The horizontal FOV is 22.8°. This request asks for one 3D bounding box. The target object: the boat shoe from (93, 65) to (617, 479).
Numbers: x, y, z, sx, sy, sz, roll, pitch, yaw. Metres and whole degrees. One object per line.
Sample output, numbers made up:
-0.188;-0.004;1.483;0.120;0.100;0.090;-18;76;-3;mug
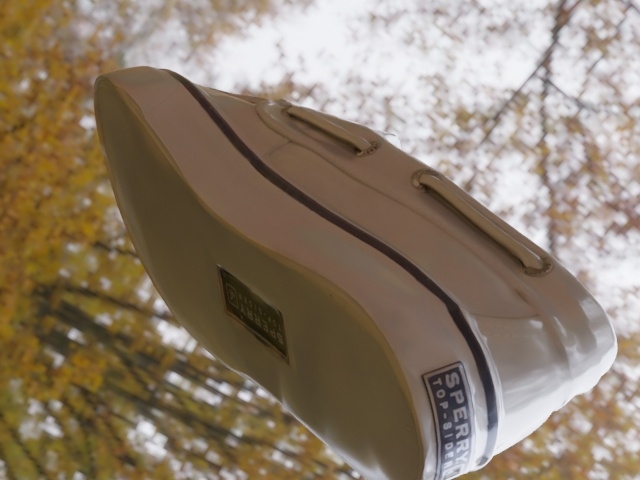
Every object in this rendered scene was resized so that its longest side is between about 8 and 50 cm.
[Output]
0.000;0.000;0.552;0.084;0.095;0.258;-20;-144;-23;boat shoe
